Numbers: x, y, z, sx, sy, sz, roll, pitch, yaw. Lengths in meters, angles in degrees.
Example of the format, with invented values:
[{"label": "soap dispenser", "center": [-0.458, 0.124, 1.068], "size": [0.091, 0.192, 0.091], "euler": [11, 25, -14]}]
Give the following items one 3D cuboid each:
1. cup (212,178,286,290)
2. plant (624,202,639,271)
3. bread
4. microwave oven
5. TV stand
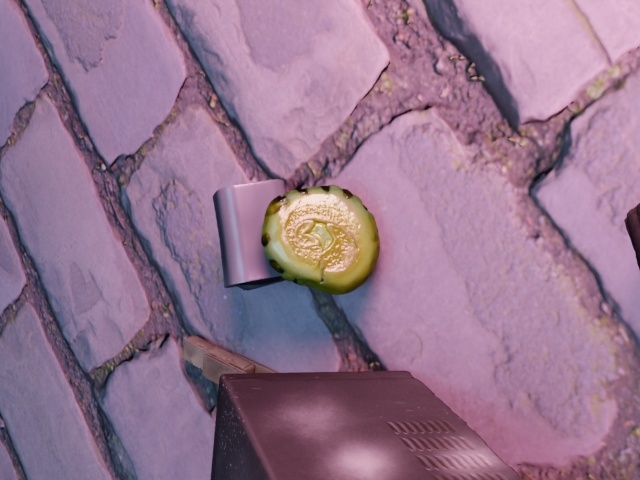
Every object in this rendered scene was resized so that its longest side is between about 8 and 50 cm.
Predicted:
[{"label": "cup", "center": [-0.084, -0.002, 1.035], "size": [0.128, 0.095, 0.129], "euler": [154, 107, -75]}, {"label": "plant", "center": [0.360, 0.056, 0.658], "size": [0.164, 0.142, 0.256], "euler": [-42, 59, 34]}, {"label": "bread", "center": [0.000, 0.000, 0.953], "size": [0.139, 0.071, 0.130], "euler": [0, 83, -5]}, {"label": "microwave oven", "center": [0.022, 0.392, 0.819], "size": [0.374, 0.236, 0.432], "euler": [-140, 54, -68]}, {"label": "TV stand", "center": [-0.101, 0.187, 1.104], "size": [0.249, 0.042, 0.036], "euler": [19, 112, 36]}]
